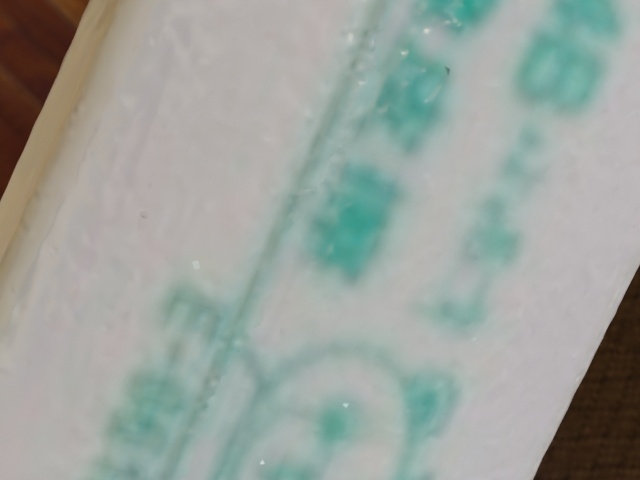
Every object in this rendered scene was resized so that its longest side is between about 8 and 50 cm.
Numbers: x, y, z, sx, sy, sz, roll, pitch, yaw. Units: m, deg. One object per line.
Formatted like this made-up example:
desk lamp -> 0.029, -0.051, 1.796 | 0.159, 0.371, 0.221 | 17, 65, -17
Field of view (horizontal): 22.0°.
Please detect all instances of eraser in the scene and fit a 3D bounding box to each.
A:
eraser -> 0.000, 0.000, 0.499 | 0.290, 0.189, 0.104 | -65, 29, 6
